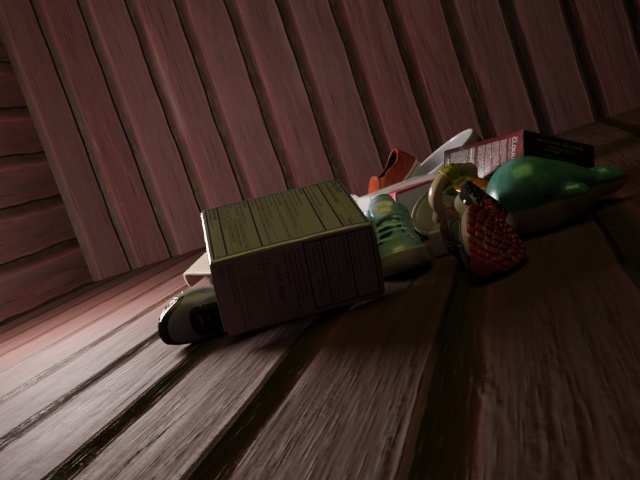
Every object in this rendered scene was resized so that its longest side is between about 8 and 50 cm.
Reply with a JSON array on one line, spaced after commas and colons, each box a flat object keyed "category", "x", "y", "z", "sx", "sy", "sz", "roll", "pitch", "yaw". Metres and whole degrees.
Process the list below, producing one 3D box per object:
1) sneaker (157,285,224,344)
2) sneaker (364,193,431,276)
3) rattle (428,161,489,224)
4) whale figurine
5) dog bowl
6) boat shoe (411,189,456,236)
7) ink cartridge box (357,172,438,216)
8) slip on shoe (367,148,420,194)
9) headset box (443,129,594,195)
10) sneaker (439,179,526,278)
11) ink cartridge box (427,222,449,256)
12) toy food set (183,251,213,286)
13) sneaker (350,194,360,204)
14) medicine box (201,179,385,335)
[{"category": "sneaker", "x": -0.187, "y": 0.130, "z": 1.543, "sx": 0.272, "sy": 0.100, "sz": 0.108, "roll": -21, "pitch": 12, "yaw": -20}, {"category": "sneaker", "x": 0.130, "y": -0.015, "z": 1.608, "sx": 0.135, "sy": 0.150, "sz": 0.366, "roll": -20, "pitch": 6, "yaw": 0}, {"category": "rattle", "x": 0.307, "y": -0.058, "z": 1.697, "sx": 0.143, "sy": 0.199, "sz": 0.130, "roll": 29, "pitch": 32, "yaw": 34}, {"category": "whale figurine", "x": 0.443, "y": -0.107, "z": 1.510, "sx": 0.272, "sy": 0.141, "sz": 0.216, "roll": -19, "pitch": 5, "yaw": -12}, {"category": "dog bowl", "x": 0.392, "y": -0.216, "z": 2.404, "sx": 0.265, "sy": 0.104, "sz": 0.265, "roll": -41, "pitch": 8, "yaw": 7}, {"category": "boat shoe", "x": 0.310, "y": -0.085, "z": 1.941, "sx": 0.302, "sy": 0.114, "sz": 0.091, "roll": -34, "pitch": -10, "yaw": -35}, {"category": "ink cartridge box", "x": 0.249, "y": -0.101, "z": 2.167, "sx": 0.207, "sy": 0.117, "sz": 0.283, "roll": -21, "pitch": 7, "yaw": -17}, {"category": "slip on shoe", "x": 0.179, "y": -0.143, "z": 2.376, "sx": 0.331, "sy": 0.101, "sz": 0.123, "roll": -55, "pitch": 10, "yaw": -21}, {"category": "headset box", "x": 0.450, "y": -0.159, "z": 1.772, "sx": 0.218, "sy": 0.110, "sz": 0.293, "roll": 6, "pitch": -7, "yaw": -29}, {"category": "sneaker", "x": 0.266, "y": 0.000, "z": 1.344, "sx": 0.112, "sy": 0.121, "sz": 0.299, "roll": -54, "pitch": 5, "yaw": 20}, {"category": "ink cartridge box", "x": 0.272, "y": -0.012, "z": 1.609, "sx": 0.088, "sy": 0.052, "sz": 0.122, "roll": -17, "pitch": 7, "yaw": 16}, {"category": "toy food set", "x": -0.243, "y": 0.056, "z": 2.281, "sx": 0.220, "sy": 0.092, "sz": 0.306, "roll": -46, "pitch": 24, "yaw": -29}, {"category": "sneaker", "x": 0.144, "y": -0.085, "z": 2.556, "sx": 0.129, "sy": 0.111, "sz": 0.297, "roll": -47, "pitch": 20, "yaw": -30}, {"category": "medicine box", "x": -0.059, "y": 0.020, "z": 1.452, "sx": 0.289, "sy": 0.149, "sz": 0.263, "roll": -13, "pitch": 24, "yaw": -6}]
